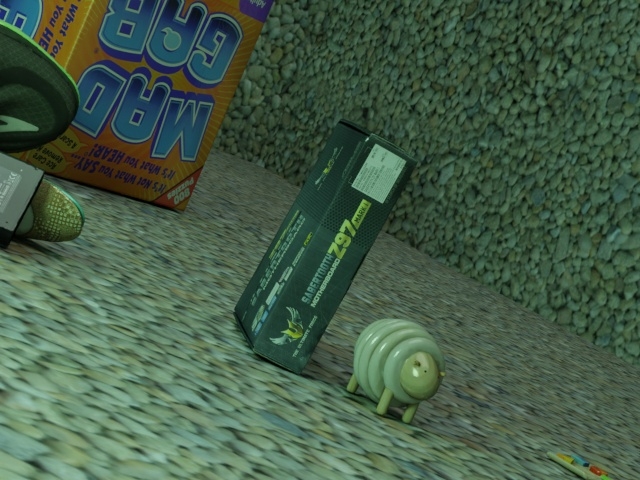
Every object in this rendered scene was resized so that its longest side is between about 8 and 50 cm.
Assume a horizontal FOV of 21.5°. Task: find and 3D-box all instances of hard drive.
[{"bbox_3d":[-0.336,-0.057,1.569,0.135,0.022,0.094,24,47,-5],"label":"hard drive"}]

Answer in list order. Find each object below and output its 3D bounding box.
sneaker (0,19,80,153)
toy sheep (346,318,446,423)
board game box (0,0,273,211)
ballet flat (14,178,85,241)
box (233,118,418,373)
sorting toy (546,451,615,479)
[{"bbox_3d":[-0.476,-0.176,1.902,0.482,0.185,0.202,15,28,-44],"label":"sneaker"},{"bbox_3d":[0.069,0.115,1.569,0.091,0.091,0.132,20,6,-35],"label":"toy sheep"},{"bbox_3d":[-0.355,-0.295,2.426,0.356,0.357,0.356,27,6,33],"label":"board game box"},{"bbox_3d":[-0.327,-0.043,1.641,0.206,0.073,0.067,23,30,24],"label":"ballet flat"},{"bbox_3d":[0.000,0.000,1.630,0.059,0.233,0.183,29,4,-11],"label":"box"},{"bbox_3d":[0.275,0.235,1.702,0.062,0.012,0.083,20,6,-44],"label":"sorting toy"}]
